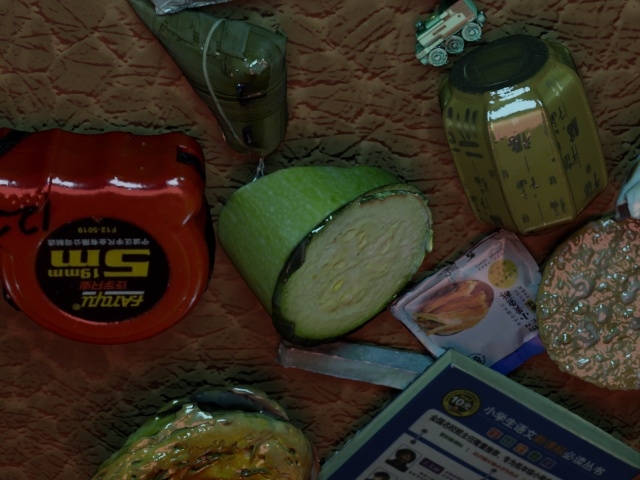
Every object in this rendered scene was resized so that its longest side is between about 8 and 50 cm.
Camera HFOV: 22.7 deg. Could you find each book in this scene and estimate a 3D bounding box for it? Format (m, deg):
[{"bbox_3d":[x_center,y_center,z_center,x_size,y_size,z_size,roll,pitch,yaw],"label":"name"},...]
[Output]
[{"bbox_3d":[0.148,0.329,1.977,0.300,0.039,0.428,31,124,-19],"label":"book"}]

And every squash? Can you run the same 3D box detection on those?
[{"bbox_3d":[0.014,0.000,1.731,0.220,0.133,0.220,-20,139,-19],"label":"squash"}]

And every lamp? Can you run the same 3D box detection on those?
[{"bbox_3d":[0.208,-0.106,1.635,0.161,0.161,0.185,-15,126,9],"label":"lamp"}]

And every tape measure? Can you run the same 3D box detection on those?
[{"bbox_3d":[-0.240,-0.007,1.720,0.253,0.114,0.260,1,128,-2],"label":"tape measure"}]

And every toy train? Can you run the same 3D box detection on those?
[{"bbox_3d":[0.128,-0.215,1.629,0.083,0.033,0.053,-34,113,21],"label":"toy train"}]

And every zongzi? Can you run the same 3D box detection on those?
[{"bbox_3d":[-0.118,-0.164,1.658,0.178,0.081,0.189,22,145,16],"label":"zongzi"}]

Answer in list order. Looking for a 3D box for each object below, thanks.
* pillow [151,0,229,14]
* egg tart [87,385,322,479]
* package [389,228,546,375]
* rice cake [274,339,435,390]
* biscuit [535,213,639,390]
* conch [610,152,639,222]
[{"bbox_3d":[-0.071,-0.295,1.556,0.229,0.051,0.128,-8,117,4],"label":"pillow"},{"bbox_3d":[-0.149,0.279,1.918,0.297,0.132,0.297,-9,130,-11],"label":"egg tart"},{"bbox_3d":[0.194,0.084,1.832,0.171,0.027,0.173,-37,114,14],"label":"package"},{"bbox_3d":[0.052,0.144,1.874,0.211,0.034,0.043,12,132,-9],"label":"rice cake"},{"bbox_3d":[0.349,0.070,1.801,0.220,0.033,0.219,0,107,0],"label":"biscuit"},{"bbox_3d":[0.450,-0.069,1.666,0.275,0.183,0.148,10,93,-15],"label":"conch"}]
